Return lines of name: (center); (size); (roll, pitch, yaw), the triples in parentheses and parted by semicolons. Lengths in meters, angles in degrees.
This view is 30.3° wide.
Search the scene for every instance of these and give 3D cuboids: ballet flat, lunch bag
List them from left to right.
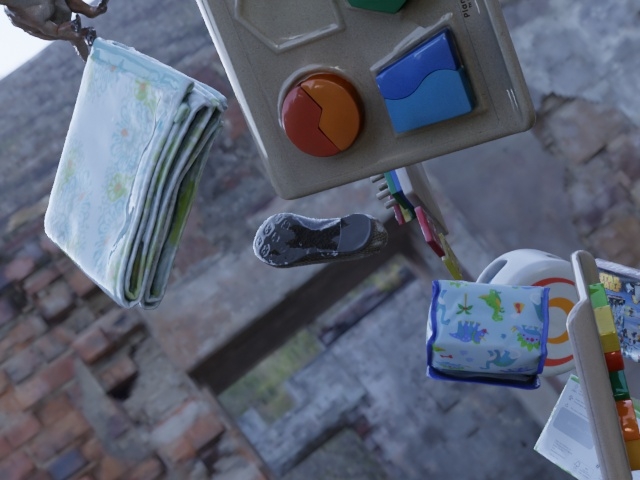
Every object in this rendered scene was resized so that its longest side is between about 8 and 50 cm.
ballet flat: (0.000, 0.000, 1.663); (0.058, 0.084, 0.250); (19, -17, -42)
lunch bag: (0.180, 0.110, 1.289); (0.151, 0.129, 0.096); (79, -163, -67)

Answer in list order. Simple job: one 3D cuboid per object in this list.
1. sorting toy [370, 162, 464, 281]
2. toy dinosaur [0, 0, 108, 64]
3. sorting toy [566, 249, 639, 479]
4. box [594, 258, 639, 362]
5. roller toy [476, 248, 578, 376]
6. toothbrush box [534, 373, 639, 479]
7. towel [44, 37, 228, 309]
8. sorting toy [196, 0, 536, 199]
sorting toy: (0.094, -0.069, 1.389); (0.046, 0.274, 0.132); (-26, -29, 13)
toy dinosaur: (-0.450, -0.360, 1.826); (0.200, 0.127, 0.295); (-2, -14, 12)
sorting toy: (0.265, 0.120, 1.087); (0.038, 0.193, 0.208); (-12, 11, 16)
box: (0.332, 0.078, 1.254); (0.027, 0.094, 0.137); (-11, 16, -27)
roller toy: (0.349, 0.113, 1.912); (0.209, 0.191, 0.146); (-14, 12, -11)
toothbrush box: (0.464, 0.302, 1.587); (0.283, 0.206, 0.122); (24, -86, -37)
towel: (-0.281, -0.104, 1.684); (0.090, 0.374, 0.320); (15, -80, -34)
sorting toy: (0.005, -0.191, 0.866); (0.229, 0.307, 0.041); (-14, 17, 26)
